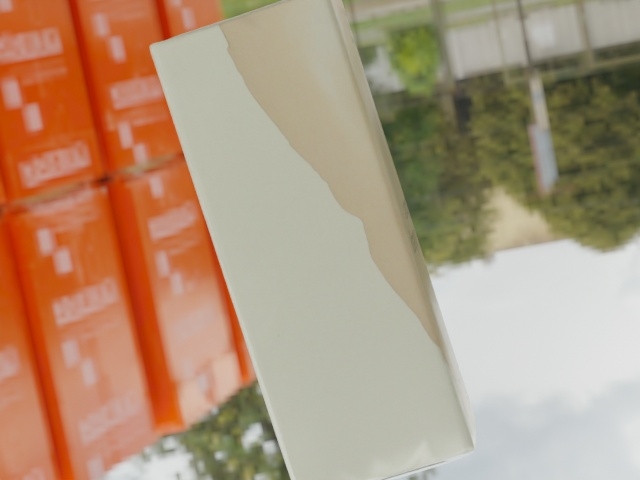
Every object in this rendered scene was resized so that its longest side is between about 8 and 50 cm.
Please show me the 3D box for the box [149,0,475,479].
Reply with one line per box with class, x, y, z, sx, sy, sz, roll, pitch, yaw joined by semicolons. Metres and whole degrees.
box;0.000;0.000;1.069;0.121;0.311;0.148;-18;-174;6
